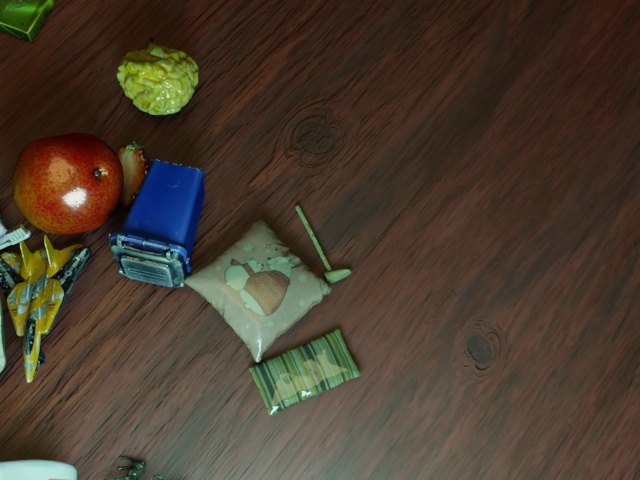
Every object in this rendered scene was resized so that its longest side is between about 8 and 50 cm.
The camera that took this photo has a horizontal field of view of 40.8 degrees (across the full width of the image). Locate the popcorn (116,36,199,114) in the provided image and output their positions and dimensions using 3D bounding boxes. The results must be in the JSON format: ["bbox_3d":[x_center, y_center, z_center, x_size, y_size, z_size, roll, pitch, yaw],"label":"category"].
[{"bbox_3d":[-0.358,-0.364,1.904,0.180,0.180,0.170,7,98,1],"label":"popcorn"}]

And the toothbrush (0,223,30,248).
[{"bbox_3d":[-0.741,0.051,1.748,0.342,0.030,0.025,-25,36,8],"label":"toothbrush"}]

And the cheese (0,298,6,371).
[{"bbox_3d":[-0.673,0.154,1.724,0.071,0.163,0.249,-5,29,-20],"label":"cheese"}]

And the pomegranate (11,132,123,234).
[{"bbox_3d":[-0.529,-0.117,1.775,0.257,0.221,0.221,7,65,40],"label":"pomegranate"}]

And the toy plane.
[{"bbox_3d":[-0.563,0.145,1.718,0.204,0.103,0.316,-7,62,-2],"label":"toy plane"}]

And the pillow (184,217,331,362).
[{"bbox_3d":[-0.126,0.095,1.762,0.223,0.084,0.236,-39,77,-20],"label":"pillow"}]

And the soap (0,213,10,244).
[{"bbox_3d":[-0.700,-0.054,1.798,0.056,0.100,0.149,-31,72,-14],"label":"soap"}]

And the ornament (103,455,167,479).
[{"bbox_3d":[-0.342,0.445,1.631,0.125,0.028,0.073,0,31,24],"label":"ornament"}]

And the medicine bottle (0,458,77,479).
[{"bbox_3d":[-0.556,0.520,1.508,0.253,0.252,0.240,-6,70,-3],"label":"medicine bottle"}]

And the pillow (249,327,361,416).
[{"bbox_3d":[-0.030,0.263,1.728,0.203,0.038,0.113,-22,69,-10],"label":"pillow"}]

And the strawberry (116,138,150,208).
[{"bbox_3d":[-0.408,-0.143,1.857,0.104,0.048,0.152,7,92,25],"label":"strawberry"}]

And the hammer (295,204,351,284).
[{"bbox_3d":[0.000,0.000,1.835,0.060,0.028,0.195,-22,70,-15],"label":"hammer"}]

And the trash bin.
[{"bbox_3d":[-0.323,-0.041,1.766,0.163,0.184,0.234,13,64,2],"label":"trash bin"}]

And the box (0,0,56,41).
[{"bbox_3d":[-0.784,-0.593,2.027,0.311,0.043,0.173,20,70,6],"label":"box"}]
